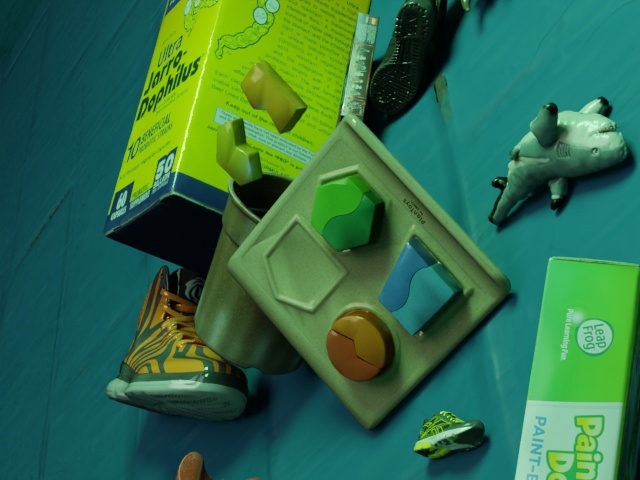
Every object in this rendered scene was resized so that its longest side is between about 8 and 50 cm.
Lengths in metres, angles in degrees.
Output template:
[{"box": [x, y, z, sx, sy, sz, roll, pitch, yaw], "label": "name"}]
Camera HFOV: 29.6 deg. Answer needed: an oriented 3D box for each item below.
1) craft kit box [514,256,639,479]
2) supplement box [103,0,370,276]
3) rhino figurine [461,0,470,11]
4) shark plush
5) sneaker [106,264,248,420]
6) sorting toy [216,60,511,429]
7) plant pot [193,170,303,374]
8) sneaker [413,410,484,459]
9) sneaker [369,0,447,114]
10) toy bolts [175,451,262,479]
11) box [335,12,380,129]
[{"box": [0.150, 0.170, 0.706, 0.247, 0.061, 0.250, 63, -143, -64], "label": "craft kit box"}, {"box": [-0.097, -0.154, 1.454, 0.194, 0.195, 0.357, -25, 47, 54], "label": "supplement box"}, {"box": [0.185, -0.344, 1.213, 0.106, 0.073, 0.243, 17, 86, 67], "label": "rhino figurine"}, {"box": [0.184, -0.057, 1.007, 0.161, 0.073, 0.067, -38, 68, 37], "label": "shark plush"}, {"box": [-0.165, 0.114, 1.448, 0.321, 0.124, 0.180, -8, 63, 61], "label": "sneaker"}, {"box": [0.000, 0.000, 1.099, 0.307, 0.041, 0.229, 48, 125, 13], "label": "sorting toy"}, {"box": [-0.047, 0.038, 1.262, 0.165, 0.167, 0.167, -66, 25, 22], "label": "plant pot"}, {"box": [0.105, 0.156, 1.006, 0.083, 0.031, 0.035, -30, 43, 51], "label": "sneaker"}, {"box": [0.103, -0.220, 1.291, 0.089, 0.051, 0.170, -57, -11, -49], "label": "sneaker"}, {"box": [-0.164, 0.332, 1.210, 0.158, 0.218, 0.228, -59, 6, 29], "label": "toy bolts"}, {"box": [0.039, -0.172, 1.359, 0.094, 0.027, 0.137, 105, 175, -64], "label": "box"}]
